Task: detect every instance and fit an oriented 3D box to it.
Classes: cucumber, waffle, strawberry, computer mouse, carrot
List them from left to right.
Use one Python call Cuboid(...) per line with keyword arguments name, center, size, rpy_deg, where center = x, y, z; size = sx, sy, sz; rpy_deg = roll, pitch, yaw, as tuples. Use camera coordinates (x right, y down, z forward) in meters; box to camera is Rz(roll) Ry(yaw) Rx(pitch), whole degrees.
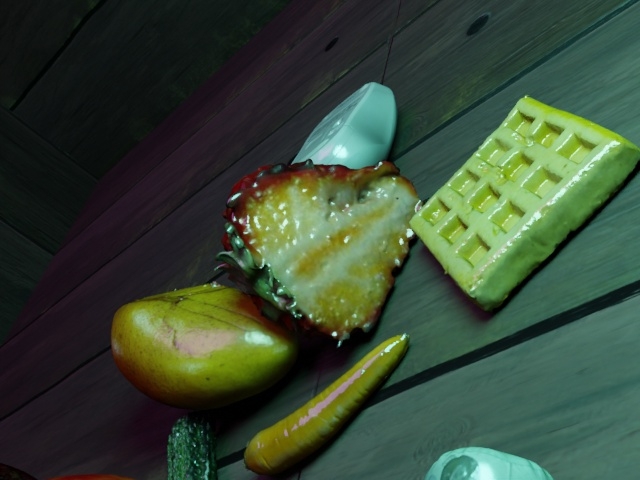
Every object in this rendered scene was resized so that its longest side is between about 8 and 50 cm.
Cuboid(name="cucumber", center=(-0.173, 0.334, 1.047), size=(0.077, 0.077, 0.265), rpy_deg=(-46, 25, 11))
Cuboid(name="strawberry", center=(-0.017, -0.005, 1.072), size=(0.280, 0.253, 0.150), rpy_deg=(-60, 9, -28))
Cuboid(name="carrot", center=(0.006, 0.211, 0.936), size=(0.271, 0.066, 0.062), rpy_deg=(-40, 69, 16))
Cuboid(name="computer mouse", center=(0.052, -0.156, 1.311), size=(0.184, 0.121, 0.297), rpy_deg=(-38, 13, 31))
Cuboid(name="waffle", center=(0.231, -0.055, 0.917), size=(0.248, 0.055, 0.221), rpy_deg=(-47, 23, 8))

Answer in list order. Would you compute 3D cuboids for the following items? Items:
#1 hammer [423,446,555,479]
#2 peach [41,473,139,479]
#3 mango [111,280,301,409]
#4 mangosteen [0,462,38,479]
Cuboid(name="hammer", center=(0.201, 0.229, 0.506), size=(0.335, 0.119, 0.206), rpy_deg=(-21, 37, 37))
Cuboid(name="peach", center=(-0.216, 0.407, 0.675), size=(0.388, 0.388, 0.388), rpy_deg=(-40, 26, 24))
Cuboid(name="mango", center=(-0.170, 0.162, 1.167), size=(0.350, 0.201, 0.199), rpy_deg=(2, 73, 41))
Cuboid(name="mangosteen", center=(-0.548, 0.525, 1.089), size=(0.381, 0.381, 0.421), rpy_deg=(-17, 50, 52))
